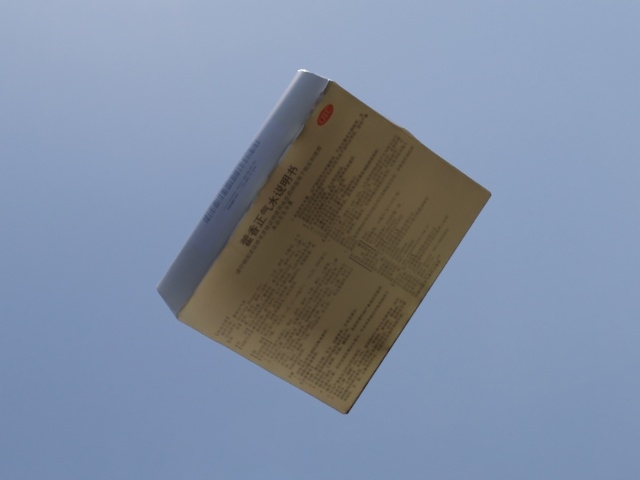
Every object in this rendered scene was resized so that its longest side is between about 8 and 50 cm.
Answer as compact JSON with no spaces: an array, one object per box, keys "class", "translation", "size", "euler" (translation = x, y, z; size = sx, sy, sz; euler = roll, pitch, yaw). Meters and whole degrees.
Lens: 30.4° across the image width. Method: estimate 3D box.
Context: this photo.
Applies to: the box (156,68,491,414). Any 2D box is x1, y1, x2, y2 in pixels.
[{"class":"box","translation":[0.000,0.000,0.917],"size":[0.168,0.095,0.212],"euler":[33,-88,-24]}]
